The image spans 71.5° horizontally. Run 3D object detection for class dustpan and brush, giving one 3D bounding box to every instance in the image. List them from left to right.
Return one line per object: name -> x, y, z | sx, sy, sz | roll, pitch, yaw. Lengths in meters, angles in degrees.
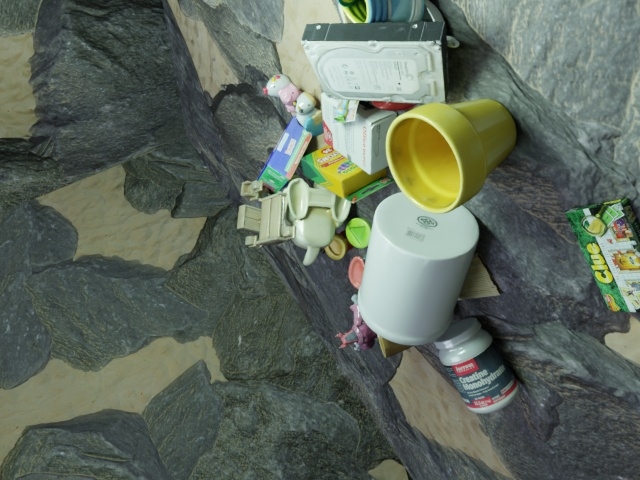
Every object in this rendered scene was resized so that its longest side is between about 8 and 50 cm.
dustpan and brush -> 0.274, -0.509, 1.089 | 0.211, 0.060, 0.147 | 41, 151, 41

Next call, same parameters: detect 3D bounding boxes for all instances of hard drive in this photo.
hard drive -> 0.144, -0.438, 1.117 | 0.338, 0.064, 0.237 | 9, 165, 20

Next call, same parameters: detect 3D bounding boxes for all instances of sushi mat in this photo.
sushi mat -> 0.470, 0.132, 1.506 | 0.152, 0.019, 0.316 | 60, 159, 1

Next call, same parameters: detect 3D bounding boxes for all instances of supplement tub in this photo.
supplement tub -> 0.524, 0.421, 1.507 | 0.272, 0.191, 0.191 | 60, 159, 2

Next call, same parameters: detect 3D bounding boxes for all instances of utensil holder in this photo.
utensil holder -> 0.297, 0.083, 1.399 | 0.327, 0.327, 0.386 | 45, 146, 36

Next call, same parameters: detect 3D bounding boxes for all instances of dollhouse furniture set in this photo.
dollhouse furniture set -> -0.172, -0.121, 1.857 | 0.355, 0.173, 0.304 | -10, 72, 44

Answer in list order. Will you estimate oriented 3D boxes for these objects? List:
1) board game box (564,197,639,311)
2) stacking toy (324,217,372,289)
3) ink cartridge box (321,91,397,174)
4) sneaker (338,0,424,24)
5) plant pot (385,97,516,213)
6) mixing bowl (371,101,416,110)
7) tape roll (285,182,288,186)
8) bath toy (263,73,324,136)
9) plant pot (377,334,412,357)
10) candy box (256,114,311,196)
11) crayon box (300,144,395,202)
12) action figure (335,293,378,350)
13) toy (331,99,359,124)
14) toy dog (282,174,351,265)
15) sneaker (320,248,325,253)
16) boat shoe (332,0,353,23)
board game box -> 0.650, 0.039, 0.970 | 0.260, 0.030, 0.136 | 63, 161, -4
stacking toy -> 0.196, 0.042, 1.966 | 0.309, 0.130, 0.279 | 53, 132, 12
ink cartridge box -> 0.128, -0.379, 1.509 | 0.273, 0.114, 0.197 | 45, 153, 38
sneaker -> 0.122, -0.649, 1.023 | 0.127, 0.208, 0.319 | 12, 117, 64
plant pot -> 0.328, -0.226, 1.074 | 0.254, 0.238, 0.254 | 48, 156, 30
mixing bowl -> 0.193, -0.453, 1.294 | 0.181, 0.098, 0.182 | 49, 156, 31
tape roll -> -0.178, -0.219, 2.299 | 0.080, 0.188, 0.189 | 13, 129, 61
bath toy -> -0.110, -0.562, 1.795 | 0.348, 0.128, 0.152 | 49, 145, 28
plant pot -> 0.325, 0.279, 1.616 | 0.237, 0.254, 0.237 | -15, -90, -88
candy box -> -0.165, -0.360, 1.977 | 0.122, 0.268, 0.317 | 29, 162, -10
crayon box -> 0.096, -0.260, 1.614 | 0.318, 0.202, 0.081 | 36, 148, 45
action figure -> 0.237, 0.354, 1.822 | 0.275, 0.370, 0.248 | 19, 132, 62
toy -> 0.084, -0.484, 1.373 | 0.136, 0.056, 0.238 | 16, 94, 61
toy dog -> -0.054, -0.103, 2.008 | 0.408, 0.284, 0.396 | -167, 72, -70
sneaker -> 0.000, 0.000, 2.321 | 0.067, 0.078, 0.188 | 47, 155, 32
boat shoe -> 0.069, -0.713, 1.253 | 0.092, 0.102, 0.286 | 20, 131, 67
